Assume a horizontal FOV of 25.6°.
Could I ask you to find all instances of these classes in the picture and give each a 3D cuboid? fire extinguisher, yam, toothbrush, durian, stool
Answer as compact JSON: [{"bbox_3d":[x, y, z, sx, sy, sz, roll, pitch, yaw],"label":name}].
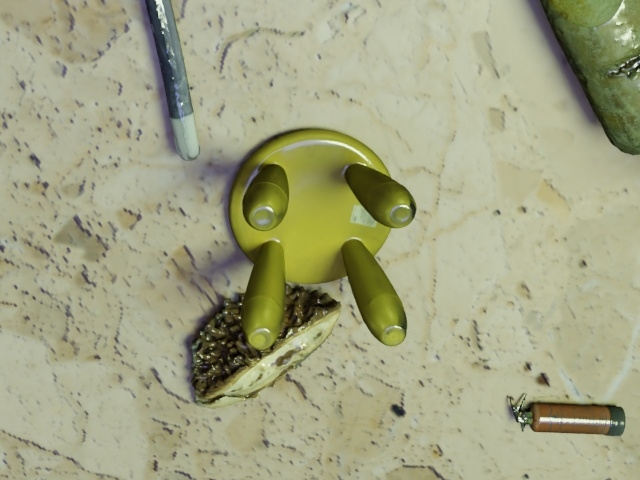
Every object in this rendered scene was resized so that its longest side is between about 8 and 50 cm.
[{"bbox_3d":[0.176,0.126,1.014,0.083,0.022,0.028,4,77,-7],"label":"fire extinguisher"},{"bbox_3d":[0.180,-0.128,0.865,0.070,0.070,0.146,-28,117,7],"label":"yam"},{"bbox_3d":[-0.104,-0.180,0.836,0.026,0.024,0.288,-17,116,-13],"label":"toothbrush"},{"bbox_3d":[-0.045,0.069,0.961,0.130,0.052,0.066,-36,152,14],"label":"durian"},{"bbox_3d":[0.000,0.000,0.885,0.135,0.110,0.134,-42,112,12],"label":"stool"}]
